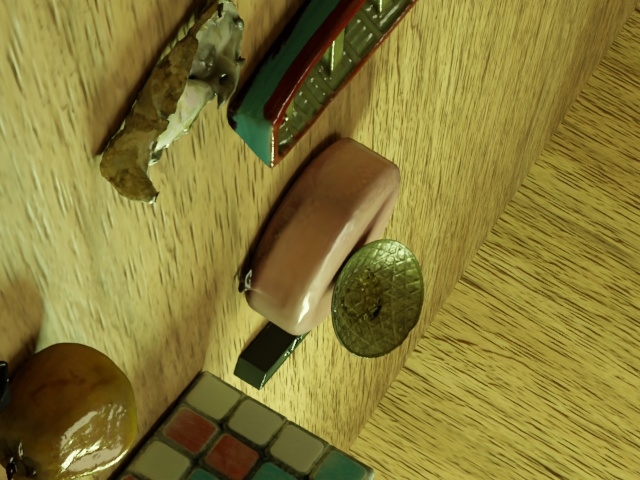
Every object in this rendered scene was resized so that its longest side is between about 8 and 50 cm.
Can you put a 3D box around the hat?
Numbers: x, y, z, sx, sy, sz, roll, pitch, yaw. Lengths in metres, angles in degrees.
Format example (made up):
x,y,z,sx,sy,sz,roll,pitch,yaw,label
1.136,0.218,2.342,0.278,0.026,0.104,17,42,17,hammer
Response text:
x,y,z,sx,sy,sz,roll,pitch,yaw,label
0.049,0.064,2.164,0.146,0.067,0.146,-10,106,-37,hat

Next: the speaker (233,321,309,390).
x,y,z,sx,sy,sz,roll,pitch,yaw,label
-0.046,0.123,2.412,0.191,0.046,0.040,-48,165,-45,speaker

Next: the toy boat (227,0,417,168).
x,y,z,sx,sy,sz,roll,pitch,yaw,label
0.044,-0.236,1.781,0.392,0.079,0.136,-53,165,-25,toy boat

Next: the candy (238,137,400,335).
x,y,z,sx,sy,sz,roll,pitch,yaw,label
0.000,0.000,2.166,0.255,0.094,0.255,-56,169,-16,candy

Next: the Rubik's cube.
x,y,z,sx,sy,sz,roll,pitch,yaw,label
-0.119,0.362,2.172,0.253,0.259,0.256,-48,164,-39,Rubik's cube

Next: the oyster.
x,y,z,sx,sy,sz,roll,pitch,yaw,label
-0.116,-0.133,1.465,0.200,0.061,0.106,-54,150,-37,oyster

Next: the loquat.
x,y,z,sx,sy,sz,roll,pitch,yaw,label
-0.222,0.156,1.556,0.137,0.113,0.137,-41,166,-13,loquat

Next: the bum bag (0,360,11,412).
x,y,z,sx,sy,sz,roll,pitch,yaw,label
-0.283,0.141,1.437,0.124,0.034,0.058,-42,150,-58,bum bag
